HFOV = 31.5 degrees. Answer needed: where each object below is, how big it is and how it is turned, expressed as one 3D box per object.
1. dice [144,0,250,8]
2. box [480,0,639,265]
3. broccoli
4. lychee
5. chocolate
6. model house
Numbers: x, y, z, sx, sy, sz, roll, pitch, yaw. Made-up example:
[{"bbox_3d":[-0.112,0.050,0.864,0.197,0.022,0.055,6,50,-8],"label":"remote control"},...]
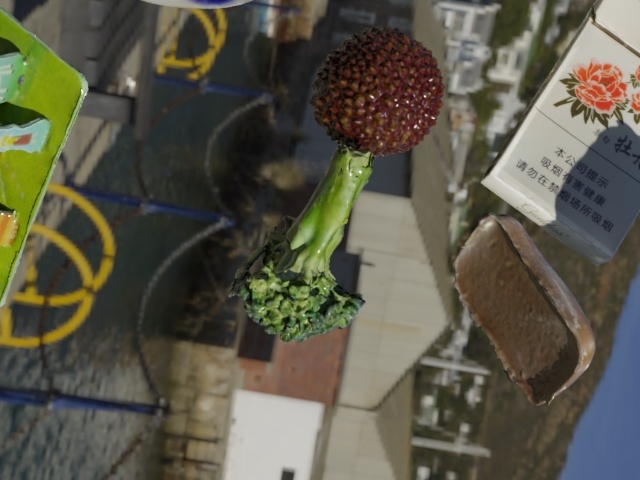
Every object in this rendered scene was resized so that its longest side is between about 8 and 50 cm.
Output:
[{"bbox_3d":[-0.150,-0.477,1.379,0.304,0.277,0.304,-10,-109,49],"label":"dice"},{"bbox_3d":[0.212,-0.091,0.833,0.198,0.109,0.029,-55,-177,-17],"label":"box"},{"bbox_3d":[-0.003,0.002,1.533,0.198,0.177,0.274,-131,-117,-85],"label":"broccoli"},{"bbox_3d":[0.083,-0.195,1.528,0.188,0.188,0.188,9,90,-90],"label":"lychee"},{"bbox_3d":[0.292,0.090,1.571,0.261,0.083,0.161,61,-38,21],"label":"chocolate"},{"bbox_3d":[-0.448,-0.078,1.135,0.313,0.242,0.357,-29,155,-57],"label":"model house"}]
